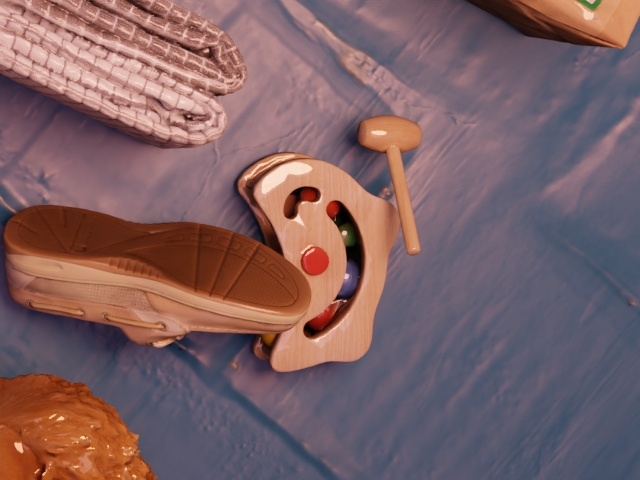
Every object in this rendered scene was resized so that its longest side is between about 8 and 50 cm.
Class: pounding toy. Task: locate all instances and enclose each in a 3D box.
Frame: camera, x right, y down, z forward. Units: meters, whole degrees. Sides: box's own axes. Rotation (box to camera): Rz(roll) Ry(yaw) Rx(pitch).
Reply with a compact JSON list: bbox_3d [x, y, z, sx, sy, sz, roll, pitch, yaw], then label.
[{"bbox_3d":[0.000,0.000,1.910,0.154,0.155,0.269,12,94,-18],"label":"pounding toy"}]

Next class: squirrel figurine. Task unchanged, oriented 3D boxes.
[{"bbox_3d":[-0.312,0.323,1.810,0.397,0.281,0.370,-21,119,-17],"label":"squirrel figurine"}]

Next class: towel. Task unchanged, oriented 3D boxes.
[{"bbox_3d":[-0.219,-0.186,1.803,0.284,0.235,0.121,25,88,-15],"label":"towel"}]

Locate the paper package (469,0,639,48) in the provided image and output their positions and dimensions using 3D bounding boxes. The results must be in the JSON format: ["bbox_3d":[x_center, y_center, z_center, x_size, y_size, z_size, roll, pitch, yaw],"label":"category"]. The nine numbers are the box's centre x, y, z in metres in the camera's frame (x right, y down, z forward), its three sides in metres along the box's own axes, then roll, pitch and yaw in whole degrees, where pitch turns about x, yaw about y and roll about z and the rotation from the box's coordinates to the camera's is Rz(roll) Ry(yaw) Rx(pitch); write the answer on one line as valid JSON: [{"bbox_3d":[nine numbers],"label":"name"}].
[{"bbox_3d":[0.238,-0.363,1.839,0.168,0.309,0.325,26,92,-13],"label":"paper package"}]

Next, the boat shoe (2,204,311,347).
[{"bbox_3d":[-0.158,0.047,1.882,0.302,0.109,0.098,11,127,6],"label":"boat shoe"}]
